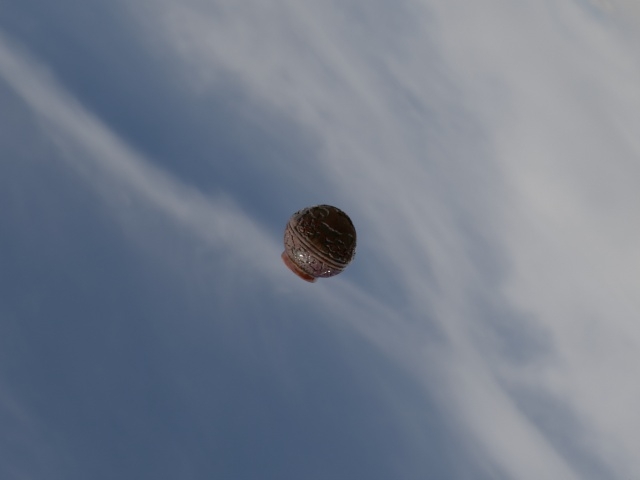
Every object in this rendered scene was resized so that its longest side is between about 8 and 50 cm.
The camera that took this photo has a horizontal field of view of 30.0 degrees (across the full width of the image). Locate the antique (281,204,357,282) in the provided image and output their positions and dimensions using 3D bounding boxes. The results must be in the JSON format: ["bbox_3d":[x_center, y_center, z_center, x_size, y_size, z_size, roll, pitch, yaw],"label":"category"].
[{"bbox_3d":[0.000,0.000,1.553,0.104,0.104,0.104,40,-150,-28],"label":"antique"}]
